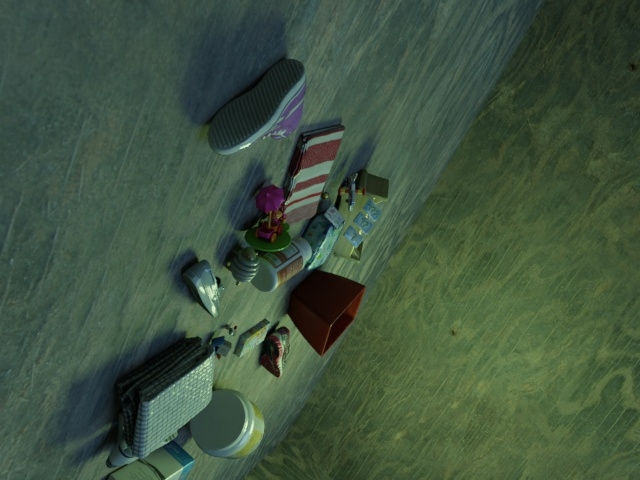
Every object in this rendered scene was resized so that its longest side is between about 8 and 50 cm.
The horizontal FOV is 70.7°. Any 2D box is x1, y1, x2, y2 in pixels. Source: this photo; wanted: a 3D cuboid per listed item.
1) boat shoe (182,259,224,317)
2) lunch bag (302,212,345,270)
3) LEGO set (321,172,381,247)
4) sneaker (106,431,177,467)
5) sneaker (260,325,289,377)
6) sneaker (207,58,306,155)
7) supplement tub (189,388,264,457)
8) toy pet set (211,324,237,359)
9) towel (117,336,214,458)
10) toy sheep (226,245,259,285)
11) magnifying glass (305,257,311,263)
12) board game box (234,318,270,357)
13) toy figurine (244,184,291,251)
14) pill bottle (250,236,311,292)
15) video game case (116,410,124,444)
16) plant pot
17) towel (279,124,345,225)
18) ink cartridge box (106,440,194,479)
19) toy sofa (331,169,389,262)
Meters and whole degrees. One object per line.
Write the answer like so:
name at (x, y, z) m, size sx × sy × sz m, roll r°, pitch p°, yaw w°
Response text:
boat shoe at (-0.295, 0.130, 1.200) m, size 0.081 × 0.079 × 0.227 m, roll -43°, pitch 154°, yaw -24°
lunch bag at (0.000, 0.000, 1.706) m, size 0.218 × 0.090 × 0.176 m, roll -62°, pitch 163°, yaw 20°
LEGO set at (0.114, -0.117, 1.619) m, size 0.244 × 0.060 × 0.182 m, roll 46°, pitch 72°, yaw -25°
sneaker at (-0.527, 0.599, 1.343) m, size 0.095 × 0.090 × 0.235 m, roll -47°, pitch 159°, yaw 11°
sneaker at (-0.189, 0.508, 2.025) m, size 0.112 × 0.121 × 0.299 m, roll -42°, pitch 156°, yaw -42°
sneaker at (-0.121, -0.247, 0.981) m, size 0.282 × 0.102 × 0.161 m, roll -48°, pitch 163°, yaw -24°
supplement tub at (-0.359, 0.714, 1.752) m, size 0.241 × 0.241 × 0.331 m, roll -49°, pitch 160°, yaw -20°
toy pet set at (-0.339, 0.344, 1.513) m, size 0.122 × 0.065 × 0.114 m, roll -57°, pitch -164°, yaw 10°
towel at (-0.429, 0.430, 1.267) m, size 0.284 × 0.121 × 0.234 m, roll -32°, pitch 142°, yaw -54°
toy sheep at (-0.218, 0.073, 1.283) m, size 0.091 × 0.091 × 0.132 m, roll -29°, pitch 148°, yaw -54°
magnifying glass at (-0.128, 0.088, 1.561) m, size 0.231 × 0.092 × 0.026 m, roll -25°, pitch 117°, yaw -38°
board game box at (-0.265, 0.384, 1.774) m, size 0.154 × 0.026 × 0.103 m, roll -29°, pitch 147°, yaw -54°
toy figurine at (-0.129, -0.081, 1.240) m, size 0.173 × 0.130 × 0.159 m, roll -55°, pitch 159°, yaw -56°
pill bottle at (-0.126, 0.069, 1.452) m, size 0.216 × 0.121 × 0.121 m, roll -34°, pitch 151°, yaw -48°
video game case at (-0.502, 0.514, 1.407) m, size 0.285 × 0.025 × 0.204 m, roll -32°, pitch 149°, yaw -50°
plant pot at (0.009, 0.290, 1.970) m, size 0.267 × 0.236 × 0.267 m, roll -41°, pitch 155°, yaw -37°
towel at (-0.033, -0.189, 1.392) m, size 0.237 × 0.037 × 0.328 m, roll -32°, pitch 150°, yaw -52°
ink cartridge box at (-0.611, 0.857, 1.539) m, size 0.223 × 0.129 × 0.307 m, roll -59°, pitch 161°, yaw 8°
toy sofa at (0.137, -0.099, 1.835) m, size 0.150 × 0.177 × 0.362 m, roll -73°, pitch -179°, yaw -52°
